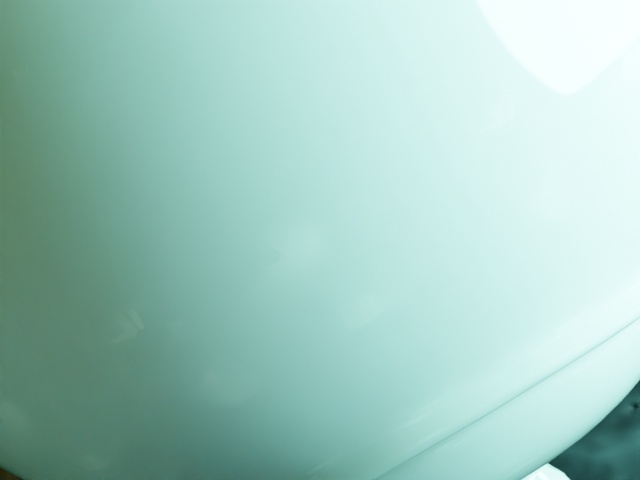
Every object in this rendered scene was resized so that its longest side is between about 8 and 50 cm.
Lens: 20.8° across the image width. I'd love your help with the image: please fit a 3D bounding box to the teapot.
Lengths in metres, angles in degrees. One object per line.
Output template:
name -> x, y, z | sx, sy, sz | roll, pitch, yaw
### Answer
teapot -> 0.000, 0.000, 0.451 | 0.252, 0.187, 0.256 | -29, 0, -39
